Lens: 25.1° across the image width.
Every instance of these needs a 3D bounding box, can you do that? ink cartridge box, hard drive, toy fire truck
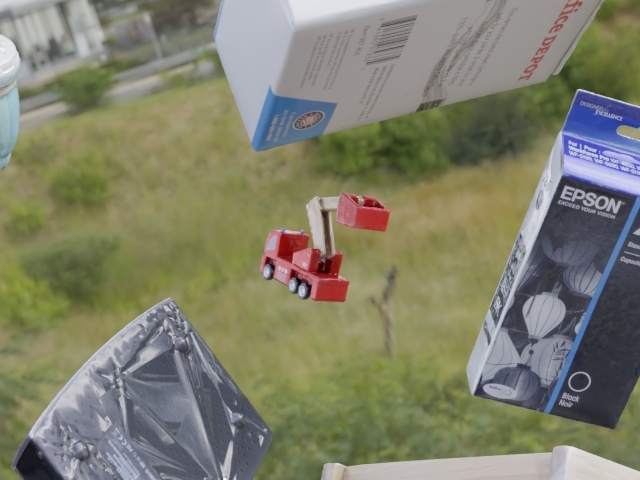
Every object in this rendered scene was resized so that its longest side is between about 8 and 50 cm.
[{"bbox_3d":[0.278,0.026,1.452,0.165,0.332,0.065,14,23,-7],"label":"ink cartridge box"},{"bbox_3d":[-0.139,0.164,1.154,0.054,0.172,0.254,-33,8,27],"label":"hard drive"},{"bbox_3d":[0.000,0.000,1.672,0.047,0.135,0.192,5,11,-32],"label":"toy fire truck"},{"bbox_3d":[0.103,-0.270,1.618,0.395,0.166,0.285,-15,-19,-18],"label":"ink cartridge box"}]

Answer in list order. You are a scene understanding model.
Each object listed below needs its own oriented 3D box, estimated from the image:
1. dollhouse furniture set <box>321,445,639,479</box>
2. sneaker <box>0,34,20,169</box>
[{"bbox_3d":[0.123,0.293,0.784,0.286,0.303,0.198,23,-22,-32],"label":"dollhouse furniture set"},{"bbox_3d":[-0.460,-0.128,1.358,0.366,0.150,0.135,10,32,12],"label":"sneaker"}]
